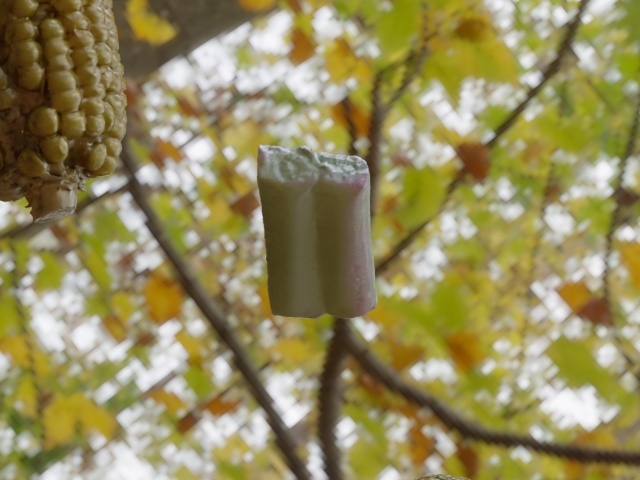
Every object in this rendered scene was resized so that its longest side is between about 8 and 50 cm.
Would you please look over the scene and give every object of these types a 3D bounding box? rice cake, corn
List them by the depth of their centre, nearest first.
[{"bbox_3d":[-0.170,-0.170,1.116,0.097,0.097,0.320,-17,-98,56],"label":"corn"},{"bbox_3d":[-0.001,-0.001,1.386,0.080,0.042,0.222,4,-27,4],"label":"rice cake"}]

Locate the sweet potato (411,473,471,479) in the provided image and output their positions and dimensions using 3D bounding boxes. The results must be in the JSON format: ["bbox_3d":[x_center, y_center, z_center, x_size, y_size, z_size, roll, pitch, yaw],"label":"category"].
[{"bbox_3d":[0.029,0.135,0.790,0.075,0.075,0.273,49,11,6],"label":"sweet potato"}]
